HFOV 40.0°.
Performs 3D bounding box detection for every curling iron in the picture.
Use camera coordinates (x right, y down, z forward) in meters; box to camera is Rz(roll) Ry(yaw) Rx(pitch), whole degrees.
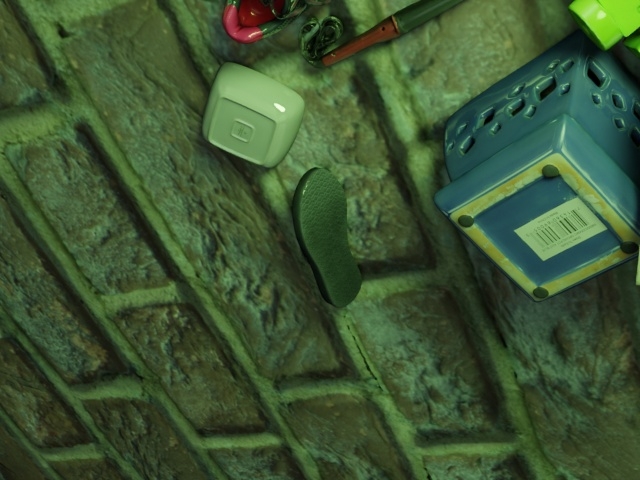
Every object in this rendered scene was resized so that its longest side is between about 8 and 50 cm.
[{"bbox_3d":[0.085,-0.279,1.102,0.274,0.035,0.068,-12,124,31],"label":"curling iron"}]

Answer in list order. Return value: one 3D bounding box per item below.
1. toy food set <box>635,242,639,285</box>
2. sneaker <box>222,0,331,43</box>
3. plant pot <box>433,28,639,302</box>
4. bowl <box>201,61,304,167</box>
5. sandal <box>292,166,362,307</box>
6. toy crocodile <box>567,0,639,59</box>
[{"bbox_3d":[0.483,-0.059,0.892,0.306,0.092,0.220,0,110,6],"label":"toy food set"},{"bbox_3d":[-0.004,-0.335,1.037,0.121,0.112,0.299,40,132,-14],"label":"sneaker"},{"bbox_3d":[0.291,-0.074,1.074,0.236,0.212,0.236,43,132,-16],"label":"plant pot"},{"bbox_3d":[-0.104,-0.171,1.266,0.142,0.053,0.142,25,133,-1],"label":"bowl"},{"bbox_3d":[0.000,0.001,1.354,0.054,0.097,0.254,25,141,39],"label":"sandal"},{"bbox_3d":[0.377,-0.231,0.982,0.340,0.105,0.115,42,105,-14],"label":"toy crocodile"}]
